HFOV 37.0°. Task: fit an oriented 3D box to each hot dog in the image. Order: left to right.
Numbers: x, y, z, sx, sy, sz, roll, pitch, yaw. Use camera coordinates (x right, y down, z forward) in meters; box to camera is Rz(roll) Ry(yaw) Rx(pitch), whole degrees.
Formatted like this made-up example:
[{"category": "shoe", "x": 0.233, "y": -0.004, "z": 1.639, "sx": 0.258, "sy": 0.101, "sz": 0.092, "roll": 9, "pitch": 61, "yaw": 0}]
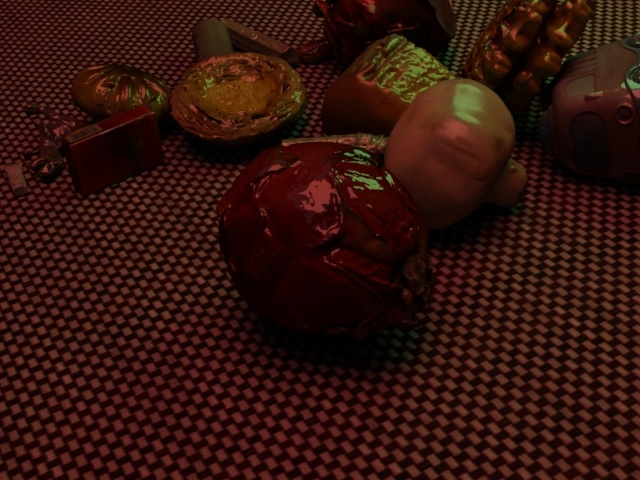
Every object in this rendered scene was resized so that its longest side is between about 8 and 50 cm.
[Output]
[{"category": "hot dog", "x": 0.016, "y": -0.429, "z": 2.118, "sx": 0.144, "sy": 0.038, "sz": 0.062, "roll": -22, "pitch": 39, "yaw": -21}]

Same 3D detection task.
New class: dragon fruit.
[{"category": "dragon fruit", "x": 0.000, "y": 0.000, "z": 1.344, "sx": 0.342, "sy": 0.278, "sz": 0.277, "roll": 7, "pitch": 37, "yaw": 33}, {"category": "dragon fruit", "x": 0.112, "y": -0.503, "z": 1.996, "sx": 0.262, "sy": 0.314, "sz": 0.296, "roll": -19, "pitch": 71, "yaw": 21}]

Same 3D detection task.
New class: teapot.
[{"category": "teapot", "x": 0.033, "y": -0.151, "z": 1.682, "sx": 0.200, "sy": 0.077, "sz": 0.107, "roll": -4, "pitch": -4, "yaw": 2}]

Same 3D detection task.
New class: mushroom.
[{"category": "mushroom", "x": 0.229, "y": -0.126, "z": 1.569, "sx": 0.260, "sy": 0.234, "sz": 0.254, "roll": -60, "pitch": 19, "yaw": -6}]

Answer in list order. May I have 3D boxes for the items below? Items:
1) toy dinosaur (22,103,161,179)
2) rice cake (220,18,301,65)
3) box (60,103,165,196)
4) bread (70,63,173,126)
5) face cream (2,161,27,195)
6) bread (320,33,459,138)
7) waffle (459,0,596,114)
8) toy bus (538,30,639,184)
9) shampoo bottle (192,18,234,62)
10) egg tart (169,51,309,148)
[{"category": "toy dinosaur", "x": -0.473, "y": -0.204, "z": 1.873, "sx": 0.251, "sy": 0.072, "sz": 0.199, "roll": -21, "pitch": 48, "yaw": -39}, {"category": "rice cake", "x": -0.143, "y": -0.444, "z": 2.150, "sx": 0.057, "sy": 0.052, "sz": 0.256, "roll": -1, "pitch": 25, "yaw": -45}, {"category": "box", "x": -0.378, "y": -0.167, "z": 1.753, "sx": 0.175, "sy": 0.112, "sz": 0.048, "roll": -26, "pitch": 40, "yaw": -27}, {"category": "bread", "x": -0.383, "y": -0.290, "z": 1.893, "sx": 0.213, "sy": 0.105, "sz": 0.213, "roll": 12, "pitch": 15, "yaw": -3}, {"category": "face cream", "x": -0.568, "y": -0.117, "z": 1.787, "sx": 0.038, "sy": 0.020, "sz": 0.115, "roll": -18, "pitch": 35, "yaw": -15}, {"category": "bread", "x": 0.111, "y": -0.275, "z": 1.802, "sx": 0.262, "sy": 0.163, "sz": 0.204, "roll": 6, "pitch": 47, "yaw": 39}, {"category": "waffle", "x": 0.378, "y": -0.368, "z": 1.777, "sx": 0.151, "sy": 0.261, "sz": 0.324, "roll": 37, "pitch": 7, "yaw": 0}, {"category": "toy bus", "x": 0.499, "y": -0.227, "z": 1.668, "sx": 0.231, "sy": 0.197, "sz": 0.294, "roll": -5, "pitch": 36, "yaw": 18}, {"category": "shampoo bottle", "x": -0.225, "y": -0.387, "z": 2.054, "sx": 0.085, "sy": 0.085, "sz": 0.262, "roll": -10, "pitch": 37, "yaw": -6}, {"category": "egg tart", "x": -0.162, "y": -0.263, "z": 1.865, "sx": 0.290, "sy": 0.107, "sz": 0.291, "roll": 0, "pitch": 42, "yaw": 0}]
